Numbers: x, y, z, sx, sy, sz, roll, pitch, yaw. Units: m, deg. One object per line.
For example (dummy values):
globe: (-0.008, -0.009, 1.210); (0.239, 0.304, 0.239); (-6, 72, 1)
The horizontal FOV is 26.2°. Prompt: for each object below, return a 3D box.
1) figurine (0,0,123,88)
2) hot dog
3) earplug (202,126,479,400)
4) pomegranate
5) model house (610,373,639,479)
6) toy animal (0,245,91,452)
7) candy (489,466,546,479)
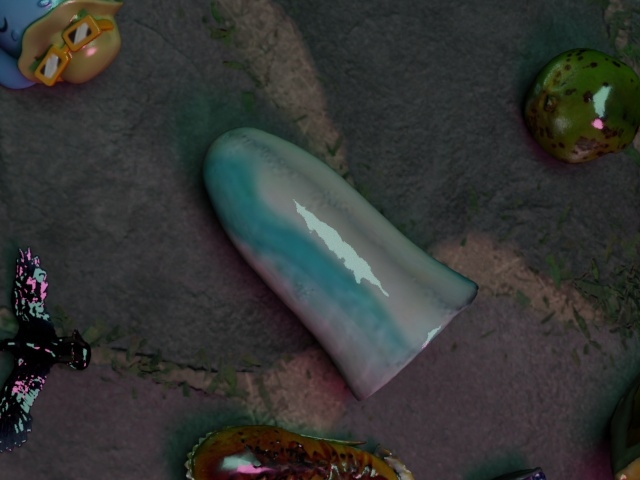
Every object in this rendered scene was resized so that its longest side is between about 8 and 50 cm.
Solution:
figurine: (-0.330, -0.274, 1.491); (0.262, 0.154, 0.180); (34, 78, 9)
hot dog: (-0.021, 0.288, 1.494); (0.270, 0.082, 0.162); (10, 77, -17)
earplug: (0.000, 0.000, 1.525); (0.324, 0.185, 0.185); (46, 69, 2)
pomegranate: (0.343, -0.172, 1.692); (0.169, 0.122, 0.143); (-5, 51, -17)
model house: (0.477, 0.255, 1.634); (0.268, 0.173, 0.239); (-46, 102, -15)
toy animal: (-0.301, 0.115, 1.456); (0.108, 0.062, 0.220); (1, 79, 0)
candy: (0.260, 0.419, 1.570); (0.088, 0.061, 0.312); (-15, 84, -22)
